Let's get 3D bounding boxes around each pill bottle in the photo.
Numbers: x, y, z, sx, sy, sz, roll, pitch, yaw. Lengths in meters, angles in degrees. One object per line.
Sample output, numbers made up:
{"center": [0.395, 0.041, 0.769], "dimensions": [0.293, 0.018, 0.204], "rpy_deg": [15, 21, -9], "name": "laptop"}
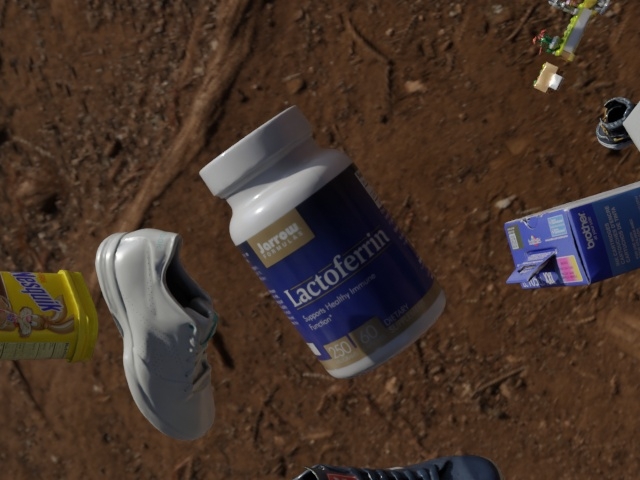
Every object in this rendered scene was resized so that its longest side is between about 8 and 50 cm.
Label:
{"center": [0.000, 0.000, 0.901], "dimensions": [0.153, 0.153, 0.265], "rpy_deg": [-32, 97, 39], "name": "pill bottle"}

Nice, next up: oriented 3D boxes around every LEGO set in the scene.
{"center": [0.398, -0.381, 1.388], "dimensions": [0.107, 0.132, 0.287], "rpy_deg": [25, 138, 1], "name": "LEGO set"}

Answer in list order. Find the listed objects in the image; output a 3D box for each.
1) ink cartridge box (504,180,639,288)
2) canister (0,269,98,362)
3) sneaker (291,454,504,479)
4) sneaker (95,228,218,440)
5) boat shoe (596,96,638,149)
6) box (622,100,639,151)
{"center": [0.534, -0.015, 1.619], "dimensions": [0.270, 0.395, 0.151], "rpy_deg": [156, 99, -78], "name": "ink cartridge box"}
{"center": [-0.355, 0.085, 0.983], "dimensions": [0.126, 0.169, 0.073], "rpy_deg": [51, 128, 47], "name": "canister"}
{"center": [0.060, 0.336, 1.093], "dimensions": [0.350, 0.131, 0.148], "rpy_deg": [-20, 128, 5], "name": "sneaker"}
{"center": [-0.127, 0.090, 0.776], "dimensions": [0.094, 0.080, 0.212], "rpy_deg": [-8, 112, 26], "name": "sneaker"}
{"center": [0.464, -0.188, 1.337], "dimensions": [0.083, 0.183, 0.065], "rpy_deg": [19, 88, -12], "name": "boat shoe"}
{"center": [0.402, -0.121, 0.913], "dimensions": [0.087, 0.101, 0.102], "rpy_deg": [96, 150, -69], "name": "box"}
